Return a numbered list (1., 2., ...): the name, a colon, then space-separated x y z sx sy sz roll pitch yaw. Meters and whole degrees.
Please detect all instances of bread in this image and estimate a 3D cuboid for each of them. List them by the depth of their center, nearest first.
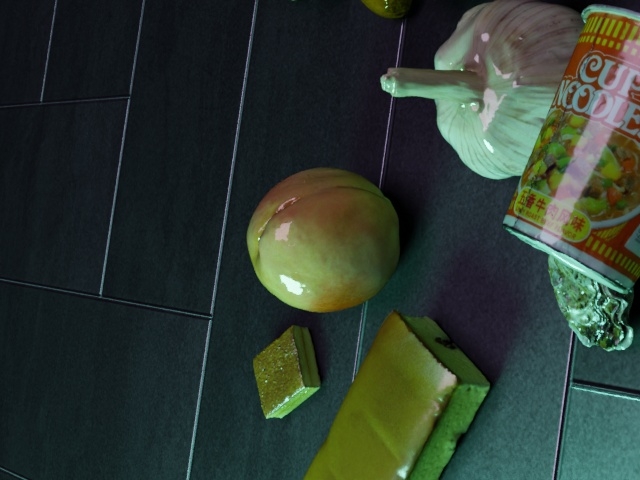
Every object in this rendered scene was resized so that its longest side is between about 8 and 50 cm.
1. bread: 0.059 0.266 1.452 0.138 0.077 0.361 46 118 45
2. bread: -0.044 0.169 1.638 0.094 0.035 0.090 -42 51 39

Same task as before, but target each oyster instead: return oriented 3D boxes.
1. oyster: 0.268 0.023 1.261 0.125 0.064 0.177 -21 75 63

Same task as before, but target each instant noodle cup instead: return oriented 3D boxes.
1. instant noodle cup: 0.268 -0.074 1.140 0.193 0.193 0.212 30 93 50

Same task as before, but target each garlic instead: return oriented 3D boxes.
1. garlic: 0.159 -0.168 1.302 0.199 0.226 0.199 -7 81 55

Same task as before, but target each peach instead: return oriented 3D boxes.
1. peach: 0.000 0.000 1.510 0.184 0.184 0.184 -15 71 49

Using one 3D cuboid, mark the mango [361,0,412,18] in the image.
1. mango: 0.067 -0.352 1.575 0.105 0.084 0.159 -17 69 55
